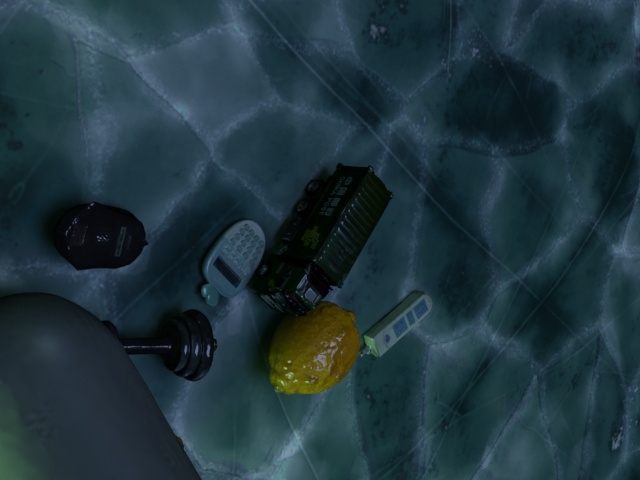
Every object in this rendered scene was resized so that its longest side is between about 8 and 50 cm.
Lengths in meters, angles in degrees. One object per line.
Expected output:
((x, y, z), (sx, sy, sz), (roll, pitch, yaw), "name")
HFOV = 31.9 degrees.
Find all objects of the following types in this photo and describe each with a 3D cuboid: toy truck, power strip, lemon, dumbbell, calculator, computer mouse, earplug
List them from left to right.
((-0.355, 0.266, 1.424), (0.312, 0.312, 0.394), (-27, 84, -33), "earplug")
((-0.319, -0.006, 1.596), (0.172, 0.057, 0.099), (12, 92, -54), "computer mouse")
((-0.266, 0.156, 1.658), (0.254, 0.110, 0.110), (3, 100, -35), "dumbbell")
((-0.142, 0.035, 1.780), (0.153, 0.021, 0.095), (-54, 130, -17), "calculator")
((-0.013, 0.182, 1.853), (0.187, 0.142, 0.142), (-46, 127, -19), "lemon")
((0.000, 0.000, 1.818), (0.088, 0.121, 0.259), (47, 65, -38), "toy truck")
((0.138, 0.154, 2.051), (0.191, 0.030, 0.048), (-39, 123, -27), "power strip")

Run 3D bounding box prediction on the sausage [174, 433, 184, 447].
((-0.350, 0.400, 1.629), (0.354, 0.134, 0.116), (-46, 108, -24), "sausage")
